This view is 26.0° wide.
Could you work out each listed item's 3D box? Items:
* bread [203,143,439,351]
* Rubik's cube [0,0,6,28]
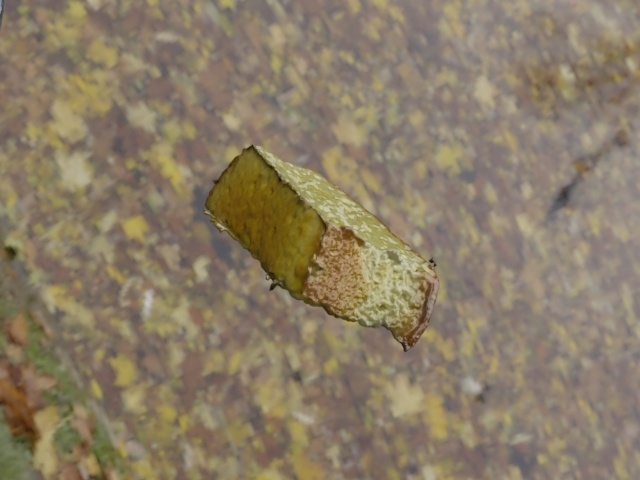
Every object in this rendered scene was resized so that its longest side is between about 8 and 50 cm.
[{"bbox_3d":[0.000,0.000,0.910,0.103,0.065,0.187,24,14,-36],"label":"bread"},{"bbox_3d":[-0.270,-0.149,0.518,0.260,0.255,0.259,28,59,-35],"label":"Rubik's cube"}]
